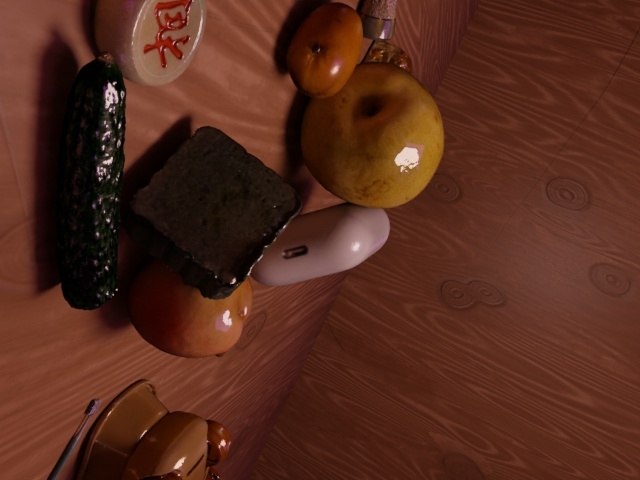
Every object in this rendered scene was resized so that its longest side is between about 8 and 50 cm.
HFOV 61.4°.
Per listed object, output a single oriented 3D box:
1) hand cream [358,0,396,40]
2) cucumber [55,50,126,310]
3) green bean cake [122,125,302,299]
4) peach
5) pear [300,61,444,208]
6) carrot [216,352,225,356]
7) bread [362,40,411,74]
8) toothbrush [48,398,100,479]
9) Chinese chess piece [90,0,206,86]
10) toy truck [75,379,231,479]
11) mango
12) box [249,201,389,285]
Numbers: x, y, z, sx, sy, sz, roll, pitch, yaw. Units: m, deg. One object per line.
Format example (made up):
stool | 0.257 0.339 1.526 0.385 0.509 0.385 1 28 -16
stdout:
hand cream | 0.126 -0.514 1.088 0.084 0.084 0.203 -48 155 -51
cucumber | -0.234 -0.053 0.548 0.067 0.067 0.293 -47 159 -54
green bean cake | -0.141 -0.033 0.712 0.181 0.173 0.094 -57 -169 -33
peach | -0.186 0.086 0.796 0.184 0.184 0.184 -59 168 -21
pear | 0.107 -0.210 1.120 0.314 0.314 0.314 -59 168 -21
carrot | -0.231 0.228 1.256 0.048 0.048 0.139 -53 168 -39
bread | 0.156 -0.375 1.420 0.184 0.114 0.274 -61 167 -11
toothbrush | -0.390 0.323 0.838 0.167 0.011 0.014 -61 164 -7
Chinese chess piece | -0.163 -0.212 0.526 0.122 0.051 0.122 -59 169 -20
toy truck | -0.297 0.419 0.976 0.204 0.212 0.288 -42 153 -59
mango | 0.014 -0.330 0.920 0.219 0.112 0.145 -68 176 -48
box | 0.000 0.001 1.227 0.349 0.289 0.141 -25 99 -72
